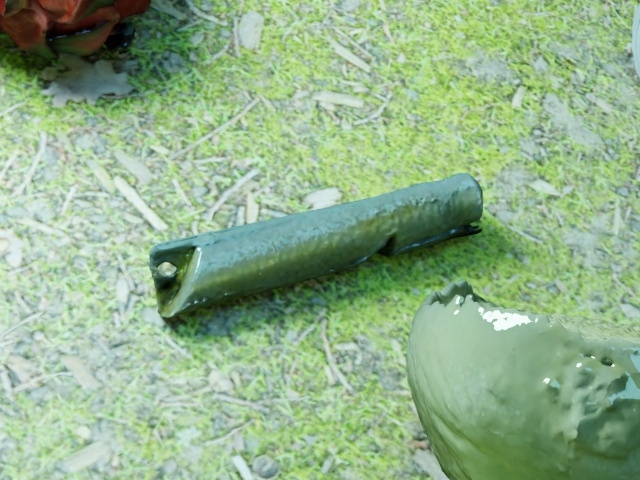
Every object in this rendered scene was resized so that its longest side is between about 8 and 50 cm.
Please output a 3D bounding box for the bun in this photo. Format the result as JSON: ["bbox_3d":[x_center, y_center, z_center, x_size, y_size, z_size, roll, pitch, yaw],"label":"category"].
[{"bbox_3d":[0.232,0.164,1.247,0.364,0.364,0.202,13,90,-4],"label":"bun"}]

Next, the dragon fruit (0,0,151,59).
[{"bbox_3d":[-0.243,-0.289,1.530,0.234,0.234,0.293,41,25,16],"label":"dragon fruit"}]

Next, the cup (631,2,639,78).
[{"bbox_3d":[0.431,-0.222,1.667,0.202,0.167,0.221,-17,33,-21],"label":"cup"}]

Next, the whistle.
[{"bbox_3d":[-0.001,0.000,1.449,0.326,0.057,0.068,-14,102,-21],"label":"whistle"}]
